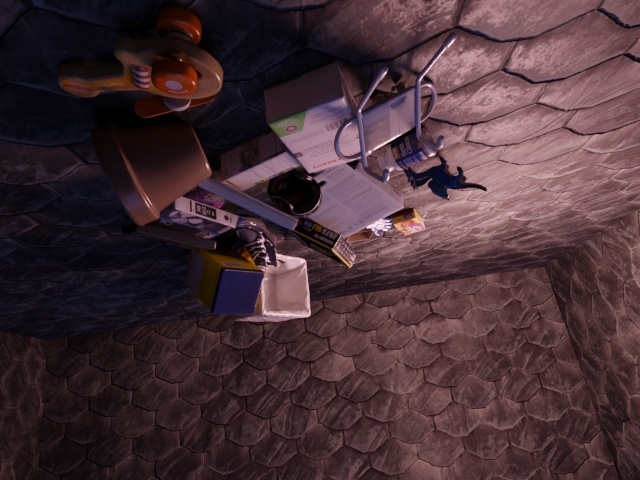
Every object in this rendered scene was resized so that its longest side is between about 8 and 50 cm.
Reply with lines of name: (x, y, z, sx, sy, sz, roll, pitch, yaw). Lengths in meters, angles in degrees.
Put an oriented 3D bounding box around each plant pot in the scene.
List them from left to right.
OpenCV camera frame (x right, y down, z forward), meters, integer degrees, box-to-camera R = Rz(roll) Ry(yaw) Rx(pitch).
plant pot: (-0.421, -0.202, 1.099, 0.230, 0.262, 0.263, -25, 162, -12)
plant pot: (0.166, -0.061, 1.871, 0.109, 0.096, 0.109, -7, 159, -7)

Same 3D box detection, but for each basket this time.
basket: (-0.263, 0.258, 2.234, 0.267, 0.330, 0.329, -20, 158, 41)

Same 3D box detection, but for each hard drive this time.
hard drive: (-0.236, -0.121, 1.335, 0.308, 0.040, 0.203, 25, 179, -18)

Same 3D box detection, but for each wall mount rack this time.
wall mount rack: (0.197, -0.319, 1.014, 0.350, 0.130, 0.303, -33, 137, -20)

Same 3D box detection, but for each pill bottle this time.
pill bottle: (0.270, -0.279, 1.334, 0.170, 0.094, 0.094, -23, 156, 31)

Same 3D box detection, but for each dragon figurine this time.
dragon figurine: (0.432, -0.196, 1.476, 0.144, 0.289, 0.085, -53, 152, 5)

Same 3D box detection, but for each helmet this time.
helmet: (-0.080, -0.154, 1.415, 0.170, 0.169, 0.162, -24, 136, 34)

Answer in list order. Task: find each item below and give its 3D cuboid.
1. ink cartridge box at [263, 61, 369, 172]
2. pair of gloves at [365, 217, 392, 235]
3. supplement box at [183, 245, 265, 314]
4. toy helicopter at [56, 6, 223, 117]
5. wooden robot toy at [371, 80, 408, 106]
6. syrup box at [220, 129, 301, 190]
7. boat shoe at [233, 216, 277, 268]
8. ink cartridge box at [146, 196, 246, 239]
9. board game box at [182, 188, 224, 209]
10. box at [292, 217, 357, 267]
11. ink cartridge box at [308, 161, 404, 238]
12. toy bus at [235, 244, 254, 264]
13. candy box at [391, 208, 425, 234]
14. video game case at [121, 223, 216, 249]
ink cartridge box: (0.002, -0.309, 1.114, 0.199, 0.114, 0.273, -15, 158, 16)
pair of gloves: (0.268, -0.103, 1.772, 0.160, 0.023, 0.198, -1, 125, -39)
supplement box: (-0.425, 0.160, 1.828, 0.196, 0.193, 0.357, 9, -168, -39)
toy helicopter: (-0.379, -0.344, 0.899, 0.356, 0.139, 0.235, -1, 170, 9)
wooden robot toy: (0.168, -0.351, 1.127, 0.076, 0.079, 0.173, 2, 118, -44)
syrup box: (-0.180, -0.239, 1.253, 0.237, 0.093, 0.096, -19, 158, 26)
boat shoe: (-0.272, 0.019, 1.812, 0.127, 0.157, 0.340, -15, 159, 16)
ink cartridge box: (-0.437, -0.068, 1.524, 0.166, 0.065, 0.333, -22, 157, 31)
board game box: (-0.517, -0.097, 1.563, 0.208, 0.056, 0.347, 10, 153, -32)
box: (0.000, 0.000, 1.787, 0.257, 0.079, 0.322, 28, 173, 22)
ink cartridge box: (0.081, -0.159, 1.563, 0.330, 0.071, 0.324, 33, 139, -29)
toy bus: (-0.406, 0.127, 2.082, 0.108, 0.130, 0.333, 9, 153, -40)
candy box: (0.414, -0.084, 1.976, 0.109, 0.053, 0.187, -17, 157, 21)
video game case: (-0.553, -0.011, 1.529, 0.275, 0.035, 0.248, 16, 170, -34)
